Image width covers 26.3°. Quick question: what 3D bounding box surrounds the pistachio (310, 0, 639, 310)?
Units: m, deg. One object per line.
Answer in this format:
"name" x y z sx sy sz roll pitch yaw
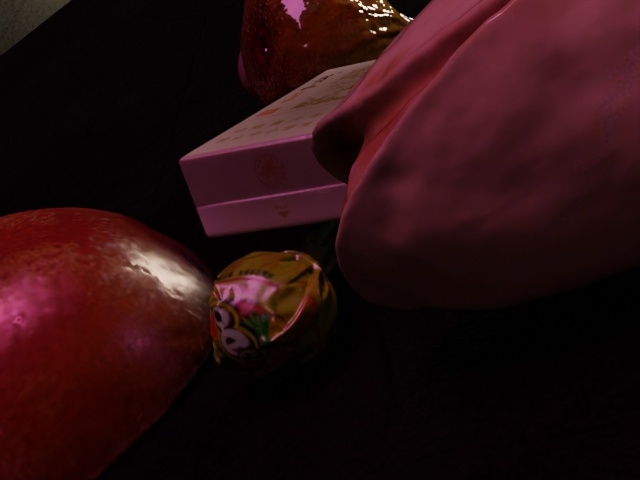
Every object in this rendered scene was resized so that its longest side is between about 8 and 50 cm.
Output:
"pistachio" 0.125 -0.075 0.671 0.299 0.187 0.187 -32 21 24

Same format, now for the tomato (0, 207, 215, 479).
"tomato" -0.232 0.073 0.978 0.338 0.144 0.338 -29 23 14

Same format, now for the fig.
"fig" 0.036 -0.175 1.143 0.201 0.134 0.146 -19 60 -19

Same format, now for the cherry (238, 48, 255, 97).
"cherry" -0.026 -0.174 1.251 0.126 0.087 0.106 -23 19 23

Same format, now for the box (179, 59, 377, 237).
"box" 0.020 -0.070 0.903 0.141 0.058 0.201 -8 19 32

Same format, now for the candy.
"candy" 0.002 0.002 0.889 0.077 0.073 0.262 -4 27 24
